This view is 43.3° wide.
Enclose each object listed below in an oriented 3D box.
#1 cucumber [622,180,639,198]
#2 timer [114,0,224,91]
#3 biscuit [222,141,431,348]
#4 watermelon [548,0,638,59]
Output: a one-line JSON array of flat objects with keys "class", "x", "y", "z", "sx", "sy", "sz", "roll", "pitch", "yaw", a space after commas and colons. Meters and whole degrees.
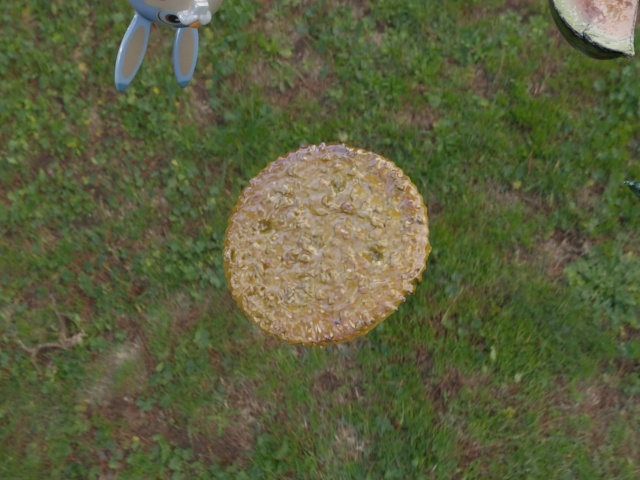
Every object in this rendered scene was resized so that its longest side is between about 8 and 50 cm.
[{"class": "cucumber", "x": 0.607, "y": -0.075, "z": 1.442, "sx": 0.037, "sy": 0.037, "sz": 0.155, "roll": -35, "pitch": 44, "yaw": -10}, {"class": "timer", "x": -0.208, "y": -0.334, "z": 1.151, "sx": 0.176, "sy": 0.175, "sz": 0.255, "roll": 5, "pitch": 107, "yaw": 6}, {"class": "biscuit", "x": 0.000, "y": 0.000, "z": 0.939, "sx": 0.254, "sy": 0.035, "sz": 0.253, "roll": -6, "pitch": 72, "yaw": 18}, {"class": "watermelon", "x": 0.343, "y": -0.331, "z": 1.009, "sx": 0.119, "sy": 0.063, "sz": 0.244, "roll": -5, "pitch": 73, "yaw": 27}]
